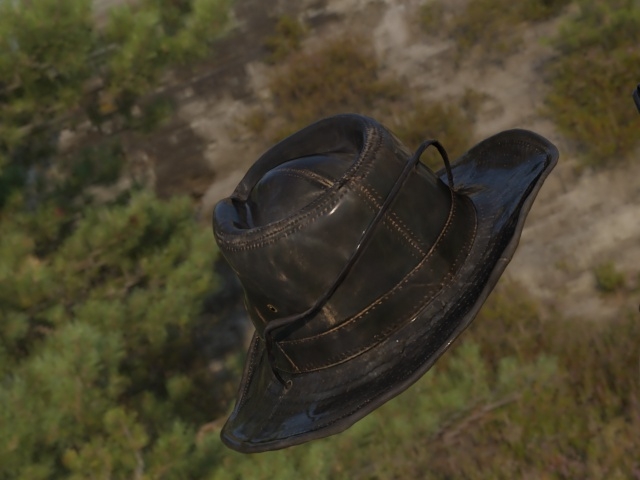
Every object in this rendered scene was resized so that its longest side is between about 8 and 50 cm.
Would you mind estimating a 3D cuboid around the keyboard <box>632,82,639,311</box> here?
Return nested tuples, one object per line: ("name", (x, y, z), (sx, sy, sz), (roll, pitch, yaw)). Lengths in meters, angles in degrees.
("keyboard", (0.257, -0.020, 0.677), (0.202, 0.317, 0.033), (9, -27, -14))

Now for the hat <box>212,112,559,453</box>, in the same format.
("hat", (0.000, 0.000, 0.847), (0.331, 0.134, 0.331), (-43, 15, 14))
